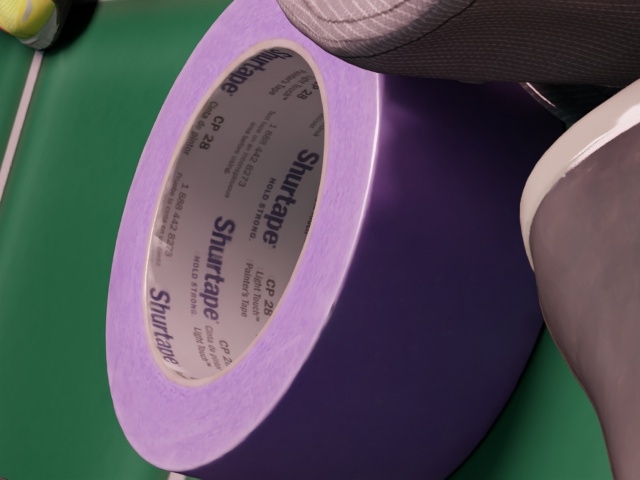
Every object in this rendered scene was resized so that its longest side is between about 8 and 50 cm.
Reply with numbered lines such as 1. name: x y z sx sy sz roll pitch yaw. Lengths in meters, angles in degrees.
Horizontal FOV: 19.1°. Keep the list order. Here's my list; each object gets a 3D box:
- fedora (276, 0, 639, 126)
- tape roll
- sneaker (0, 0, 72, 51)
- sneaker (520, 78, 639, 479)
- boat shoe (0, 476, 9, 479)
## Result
1. fedora: 0.049 -0.125 0.534 0.275 0.124 0.243 42 142 53
2. tape roll: 0.000 0.000 0.691 0.189 0.080 0.189 -36 46 47
3. sneaker: -0.203 -0.170 1.131 0.208 0.094 0.081 26 96 60
4. sneaker: 0.146 -0.020 0.414 0.222 0.083 0.118 -42 33 25
5. boat shoe: -0.185 0.216 0.902 0.223 0.080 0.073 -63 24 6
